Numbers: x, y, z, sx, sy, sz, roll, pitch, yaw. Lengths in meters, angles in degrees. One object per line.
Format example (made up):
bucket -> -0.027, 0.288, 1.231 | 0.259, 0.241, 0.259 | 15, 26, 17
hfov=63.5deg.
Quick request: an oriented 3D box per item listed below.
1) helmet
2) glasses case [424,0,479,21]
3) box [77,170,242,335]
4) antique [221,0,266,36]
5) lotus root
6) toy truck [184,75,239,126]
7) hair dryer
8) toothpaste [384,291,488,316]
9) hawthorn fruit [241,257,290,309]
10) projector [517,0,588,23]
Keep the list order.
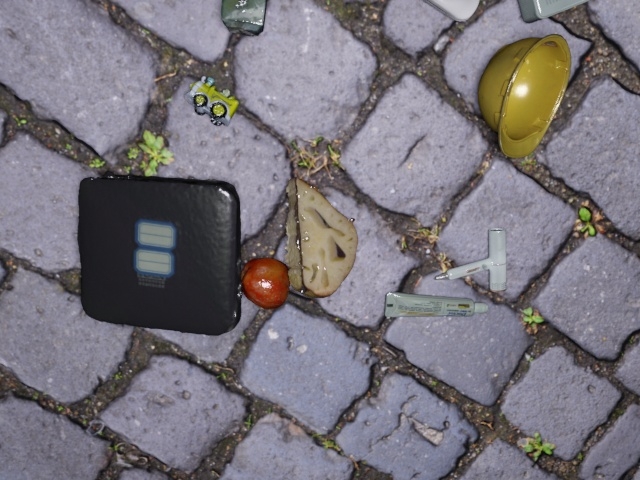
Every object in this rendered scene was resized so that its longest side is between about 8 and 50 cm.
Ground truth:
helmet -> 0.413, -0.322, 1.119 | 0.205, 0.140, 0.256 | -5, 120, -36
glasses case -> 0.247, -0.541, 1.095 | 0.197, 0.049, 0.076 | 28, 97, -11
box -> -0.347, 0.031, 1.130 | 0.360, 0.091, 0.350 | 5, 105, 7
antique -> -0.149, -0.515, 1.047 | 0.088, 0.086, 0.182 | 6, 103, -6
lotus root -> 0.000, 0.000, 1.162 | 0.170, 0.074, 0.260 | 7, 79, -24
toy truck -> -0.230, -0.300, 1.102 | 0.111, 0.076, 0.076 | 32, 81, -10
hair dryer -> 0.360, 0.053, 1.254 | 0.183, 0.044, 0.154 | -5, 102, -1
toothpaste -> 0.285, 0.162, 1.273 | 0.256, 0.037, 0.067 | 2, 109, -2
hawthorn fruit -> -0.124, 0.096, 1.177 | 0.128, 0.128, 0.128 | -1, 103, -5
projector -> 0.485, -0.611, 1.077 | 0.192, 0.099, 0.256 | -23, 105, -1
